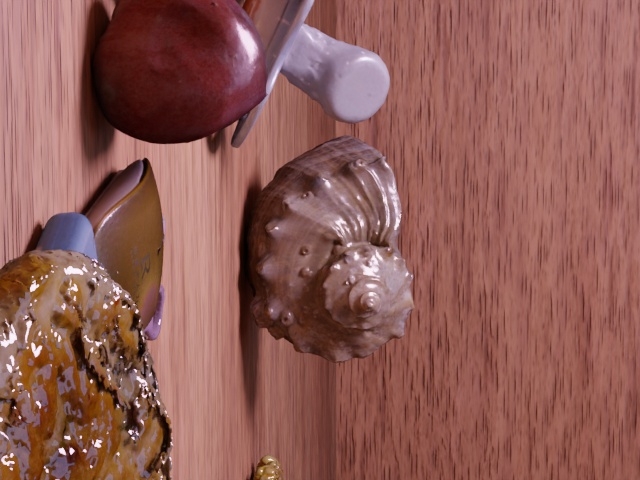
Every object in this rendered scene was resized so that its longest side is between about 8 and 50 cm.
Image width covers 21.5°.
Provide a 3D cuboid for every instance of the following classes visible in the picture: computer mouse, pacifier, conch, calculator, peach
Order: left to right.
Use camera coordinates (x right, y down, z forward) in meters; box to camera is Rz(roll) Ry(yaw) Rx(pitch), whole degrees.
[{"bbox_3d":[-0.192,0.069,1.212,0.210,0.039,0.121,-81,173,-56],"label":"calculator"},{"bbox_3d":[-0.165,0.008,1.428,0.245,0.056,0.126,-76,166,-73],"label":"computer mouse"},{"bbox_3d":[-0.116,-0.143,1.443,0.152,0.152,0.152,1,90,-85],"label":"peach"},{"bbox_3d":[-0.013,0.000,2.335,0.352,0.210,0.297,29,-70,46],"label":"conch"},{"bbox_3d":[-0.010,-0.224,2.061,0.227,0.207,0.279,-90,-154,-80],"label":"pacifier"}]

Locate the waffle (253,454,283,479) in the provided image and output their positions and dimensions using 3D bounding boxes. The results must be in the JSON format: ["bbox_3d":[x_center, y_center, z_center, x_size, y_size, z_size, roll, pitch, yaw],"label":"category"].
[{"bbox_3d":[-0.081,0.399,2.402,0.160,0.046,0.192,86,8,-67],"label":"waffle"}]

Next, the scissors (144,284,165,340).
[{"bbox_3d":[-0.170,0.079,1.548,0.212,0.021,0.110,-81,168,-61],"label":"scissors"}]

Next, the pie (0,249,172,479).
[{"bbox_3d":[-0.170,0.139,1.062,0.274,0.055,0.274,-4,90,-68],"label":"pie"}]

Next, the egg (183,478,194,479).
[{"bbox_3d":[-0.130,0.287,1.737,0.083,0.071,0.071,89,5,-52],"label":"egg"}]
